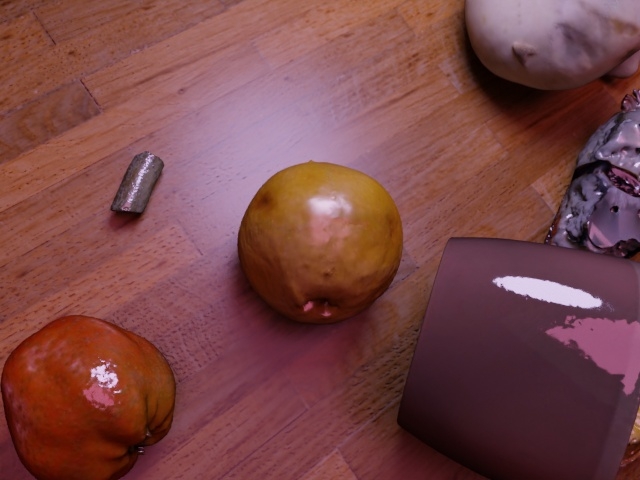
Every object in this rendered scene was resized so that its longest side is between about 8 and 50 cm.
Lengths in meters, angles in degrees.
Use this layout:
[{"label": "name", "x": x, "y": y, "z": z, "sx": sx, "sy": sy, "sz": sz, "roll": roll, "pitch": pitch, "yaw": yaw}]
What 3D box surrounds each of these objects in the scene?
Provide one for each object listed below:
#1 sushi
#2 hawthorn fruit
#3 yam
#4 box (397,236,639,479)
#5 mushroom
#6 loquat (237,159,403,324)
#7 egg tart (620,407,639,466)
[{"label": "sushi", "x": 0.451, "y": -0.078, "z": 0.851, "sx": 0.124, "sy": 0.130, "sz": 0.332, "roll": 30, "pitch": 71, "yaw": -3}, {"label": "hawthorn fruit", "x": -0.252, "y": 0.170, "z": 0.608, "sx": 0.189, "sy": 0.189, "sz": 0.189, "roll": 3, "pitch": 74, "yaw": -11}, {"label": "yam", "x": -0.245, "y": -0.074, "z": 0.745, "sx": 0.043, "sy": 0.043, "sz": 0.094, "roll": 19, "pitch": 73, "yaw": -7}, {"label": "box", "x": 0.224, "y": 0.138, "z": 0.659, "sx": 0.216, "sy": 0.301, "sz": 0.300, "roll": 14, "pitch": 71, "yaw": 14}, {"label": "mushroom", "x": 0.402, "y": -0.370, "z": 0.876, "sx": 0.336, "sy": 0.315, "sz": 0.314, "roll": 14, "pitch": 69, "yaw": -42}, {"label": "loquat", "x": 0.000, "y": 0.000, "z": 0.699, "sx": 0.208, "sy": 0.208, "sz": 0.207, "roll": 3, "pitch": 74, "yaw": -11}, {"label": "egg tart", "x": 0.410, "y": 0.230, "z": 0.787, "sx": 0.191, "sy": 0.074, "sz": 0.191, "roll": 2, "pitch": 76, "yaw": -10}]
